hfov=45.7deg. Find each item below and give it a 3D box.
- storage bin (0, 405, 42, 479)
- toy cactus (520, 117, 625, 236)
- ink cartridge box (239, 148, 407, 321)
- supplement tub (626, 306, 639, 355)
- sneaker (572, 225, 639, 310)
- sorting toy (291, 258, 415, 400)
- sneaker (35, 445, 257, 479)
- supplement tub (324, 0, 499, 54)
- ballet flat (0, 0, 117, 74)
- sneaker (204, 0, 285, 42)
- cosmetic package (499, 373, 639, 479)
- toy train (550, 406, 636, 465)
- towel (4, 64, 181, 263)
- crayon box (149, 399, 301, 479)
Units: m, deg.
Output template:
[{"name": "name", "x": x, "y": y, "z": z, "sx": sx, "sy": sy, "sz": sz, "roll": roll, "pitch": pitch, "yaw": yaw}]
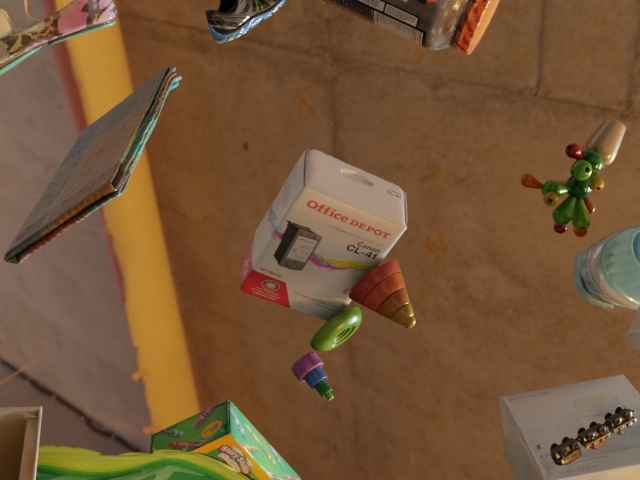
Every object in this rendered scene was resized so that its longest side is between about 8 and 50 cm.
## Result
[{"name": "storage bin", "x": -0.339, "y": 0.225, "z": 0.522, "sx": 0.260, "sy": 0.262, "sz": 0.123, "roll": -147, "pitch": -118, "yaw": -69}, {"name": "toy cactus", "x": 0.393, "y": -0.104, "z": 1.150, "sx": 0.112, "sy": 0.180, "sz": 0.219, "roll": 30, "pitch": -7, "yaw": 29}, {"name": "ink cartridge box", "x": 0.000, "y": 0.000, "z": 1.509, "sx": 0.226, "sy": 0.131, "sz": 0.306, "roll": 21, "pitch": -49, "yaw": -16}, {"name": "supplement tub", "x": 0.475, "y": 0.008, "z": 0.748, "sx": 0.235, "sy": 0.324, "sz": 0.235, "roll": 33, "pitch": -6, "yaw": 4}, {"name": "sneaker", "x": 0.444, "y": 0.053, "z": 1.158, "sx": 0.208, "sy": 0.319, "sz": 0.127, "roll": -16, "pitch": -103, "yaw": 51}, {"name": "sorting toy", "x": 0.076, "y": 0.202, "z": 1.535, "sx": 0.126, "sy": 0.127, "sz": 0.365, "roll": 50, "pitch": -56, "yaw": 20}, {"name": "sneaker", "x": -0.182, "y": 0.268, "z": 0.728, "sx": 0.296, "sy": 0.123, "sz": 0.109, "roll": -2, "pitch": -31, "yaw": 12}, {"name": "supplement tub", "x": 0.161, "y": -0.471, "z": 1.373, "sx": 0.316, "sy": 0.193, "sz": 0.193, "roll": 27, "pitch": -45, "yaw": 9}, {"name": "ballet flat", "x": -0.385, "y": -0.285, "z": 1.017, "sx": 0.079, "sy": 0.222, "sz": 0.077, "roll": 65, "pitch": -1, "yaw": -23}, {"name": "sneaker", "x": -0.127, "y": -0.422, "z": 1.334, "sx": 0.067, "sy": 0.188, "sz": 0.078, "roll": 15, "pitch": -38, "yaw": 47}, {"name": "cosmetic package", "x": 0.435, "y": 0.348, "z": 1.232, "sx": 0.224, "sy": 0.224, "sz": 0.138, "roll": -105, "pitch": -175, "yaw": -68}, {"name": "toy train", "x": 0.397, "y": 0.284, "z": 1.098, "sx": 0.027, "sy": 0.158, "sz": 0.036, "roll": 16, "pitch": -57, "yaw": 63}, {"name": "towel", "x": -0.378, "y": -0.134, "z": 1.292, "sx": 0.271, "sy": 0.370, "sz": 0.040, "roll": -29, "pitch": -59, "yaw": 27}, {"name": "crayon box", "x": -0.165, "y": 0.429, "z": 1.389, "sx": 0.165, "sy": 0.081, "sz": 0.278, "roll": -26, "pitch": -56, "yaw": 10}]
